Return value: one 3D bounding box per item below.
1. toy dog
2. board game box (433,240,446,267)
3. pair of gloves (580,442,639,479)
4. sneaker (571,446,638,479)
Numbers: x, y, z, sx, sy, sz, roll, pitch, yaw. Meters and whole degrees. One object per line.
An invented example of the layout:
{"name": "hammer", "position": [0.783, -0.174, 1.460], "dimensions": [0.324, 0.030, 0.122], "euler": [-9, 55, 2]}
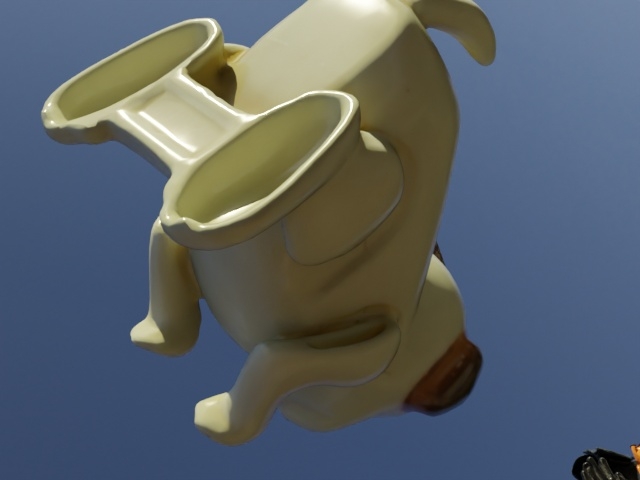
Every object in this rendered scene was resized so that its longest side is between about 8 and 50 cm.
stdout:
{"name": "toy dog", "position": [0.000, 0.000, 0.925], "dimensions": [0.395, 0.284, 0.408], "euler": [-42, -44, -25]}
{"name": "board game box", "position": [-0.013, -0.031, 1.208], "dimensions": [0.141, 0.232, 0.291], "euler": [-53, -43, -32]}
{"name": "pair of gloves", "position": [0.286, 0.224, 0.950], "dimensions": [0.083, 0.010, 0.074], "euler": [-15, -135, -6]}
{"name": "sneaker", "position": [0.344, 0.278, 1.253], "dimensions": [0.089, 0.170, 0.051], "euler": [12, -105, -4]}
